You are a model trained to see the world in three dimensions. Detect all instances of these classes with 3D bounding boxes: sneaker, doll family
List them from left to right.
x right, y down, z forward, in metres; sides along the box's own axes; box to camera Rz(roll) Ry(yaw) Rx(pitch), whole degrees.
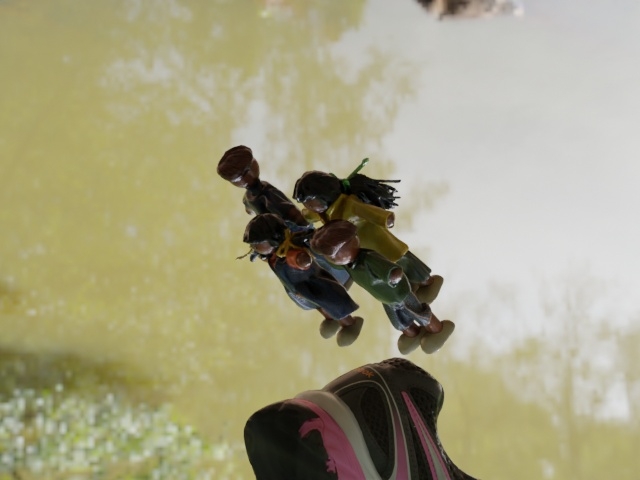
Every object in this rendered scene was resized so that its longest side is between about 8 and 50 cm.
[{"bbox_3d":[0.000,0.000,0.853,0.111,0.076,0.193,45,155,-26],"label":"doll family"},{"bbox_3d":[0.042,0.124,0.554,0.077,0.178,0.072,-30,-157,-32],"label":"sneaker"}]
